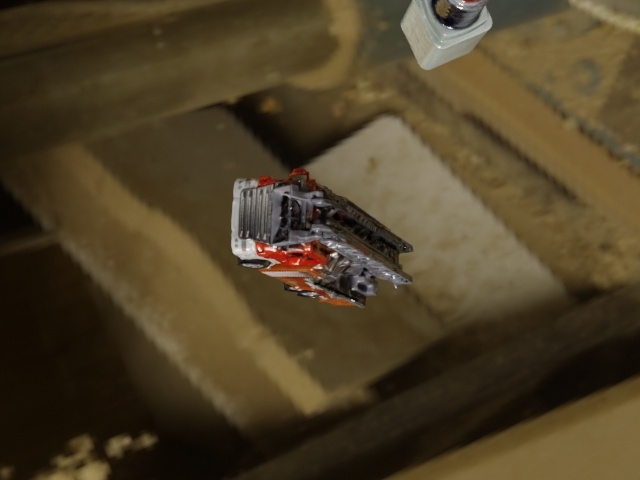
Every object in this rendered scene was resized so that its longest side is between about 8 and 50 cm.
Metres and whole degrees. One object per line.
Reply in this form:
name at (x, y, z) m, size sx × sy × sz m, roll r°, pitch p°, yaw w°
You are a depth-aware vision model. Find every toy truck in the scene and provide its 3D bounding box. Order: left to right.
toy truck at (0.000, 0.000, 0.486) m, size 0.032 × 0.083 × 0.024 m, roll 1°, pitch 79°, yaw 19°

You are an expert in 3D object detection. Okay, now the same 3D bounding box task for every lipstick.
lipstick at (0.052, -0.090, 0.744) m, size 0.107 × 0.025 × 0.025 m, roll 129°, pitch 117°, yaw -81°
